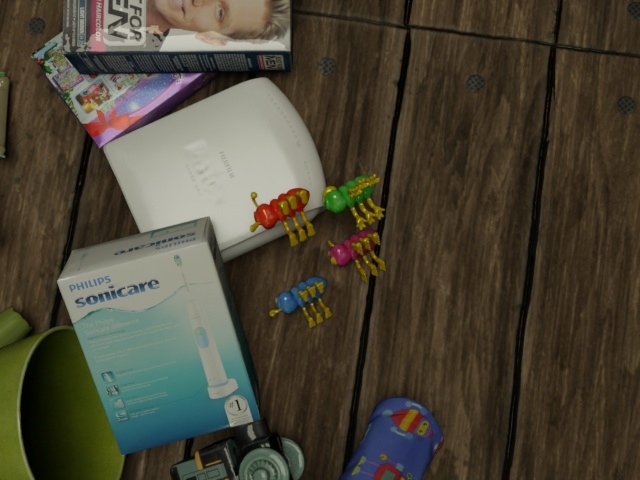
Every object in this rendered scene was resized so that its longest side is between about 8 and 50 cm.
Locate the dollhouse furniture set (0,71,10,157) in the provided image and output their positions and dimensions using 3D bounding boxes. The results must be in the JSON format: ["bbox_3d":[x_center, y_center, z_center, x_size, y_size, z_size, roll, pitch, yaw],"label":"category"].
[{"bbox_3d":[-0.628,-0.133,1.376,0.198,0.151,0.301,12,64,-36],"label":"dollhouse furniture set"}]

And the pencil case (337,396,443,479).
[{"bbox_3d":[0.073,0.365,1.226,0.119,0.133,0.306,36,48,1],"label":"pencil case"}]

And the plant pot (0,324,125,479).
[{"bbox_3d":[-0.483,0.286,1.260,0.294,0.275,0.274,-12,82,15],"label":"plant pot"}]

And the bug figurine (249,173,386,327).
[{"bbox_3d":[0.000,0.000,1.311,0.216,0.279,0.072,-26,46,-16],"label":"bug figurine"}]

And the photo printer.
[{"bbox_3d":[-0.154,-0.101,1.362,0.308,0.107,0.255,-24,83,-2],"label":"photo printer"}]

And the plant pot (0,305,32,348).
[{"bbox_3d":[-0.502,0.148,1.356,0.083,0.083,0.079,43,72,6],"label":"plant pot"}]

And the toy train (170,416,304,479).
[{"bbox_3d":[-0.096,0.438,1.281,0.190,0.142,0.333,-20,84,11],"label":"toy train"}]

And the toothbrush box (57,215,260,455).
[{"bbox_3d":[-0.229,0.139,1.263,0.217,0.126,0.295,-15,111,-1],"label":"toothbrush box"}]

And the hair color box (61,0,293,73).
[{"bbox_3d":[-0.217,-0.359,1.342,0.348,0.105,0.173,-1,83,0],"label":"hair color box"}]

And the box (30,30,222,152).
[{"bbox_3d":[-0.298,-0.307,1.418,0.293,0.057,0.201,-37,83,-4],"label":"box"}]
